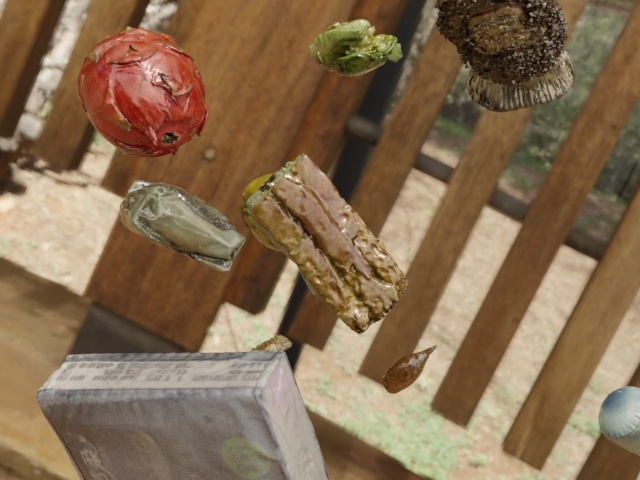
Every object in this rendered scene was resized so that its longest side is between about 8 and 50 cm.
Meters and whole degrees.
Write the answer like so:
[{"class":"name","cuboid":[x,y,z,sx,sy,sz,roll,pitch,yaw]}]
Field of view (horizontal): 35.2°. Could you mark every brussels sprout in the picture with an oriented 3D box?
[{"class":"brussels sprout","cuboid":[0.061,-0.350,1.865,0.181,0.100,0.139,-13,-4,41]}]

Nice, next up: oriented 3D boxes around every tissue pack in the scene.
[{"class":"tissue pack","cuboid":[-0.200,0.308,1.519,0.394,0.288,0.124,-3,29,27]}]

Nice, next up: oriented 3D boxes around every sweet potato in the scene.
[{"class":"sweet potato","cuboid":[0.158,0.217,1.738,0.049,0.117,0.049,44,16,-16]}]

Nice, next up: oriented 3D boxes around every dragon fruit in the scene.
[{"class":"dragon fruit","cuboid":[-0.323,-0.271,1.844,0.252,0.241,0.241,63,12,1]}]

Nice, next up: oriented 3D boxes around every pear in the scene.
[{"class":"pear","cuboid":[-0.069,-0.052,1.849,0.162,0.148,0.149,13,15,-39]}]

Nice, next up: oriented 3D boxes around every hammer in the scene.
[{"class":"hammer","cuboid":[0.390,0.233,1.090,0.116,0.069,0.194,29,10,-27]}]

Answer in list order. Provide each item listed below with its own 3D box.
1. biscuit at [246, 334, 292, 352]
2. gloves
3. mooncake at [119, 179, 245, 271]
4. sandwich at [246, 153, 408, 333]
[{"class":"biscuit","cuboid":[-0.140,0.244,1.993,0.031,0.176,0.228,59,7,-3]},{"class":"gloves","cuboid":[0.289,-0.335,1.611,0.210,0.135,0.312,10,-27,24]},{"class":"mooncake","cuboid":[-0.307,-0.042,2.194,0.250,0.136,0.254,30,-6,-26]},{"class":"sandwich","cuboid":[0.001,0.000,1.600,0.262,0.131,0.325,50,-1,-6]}]
